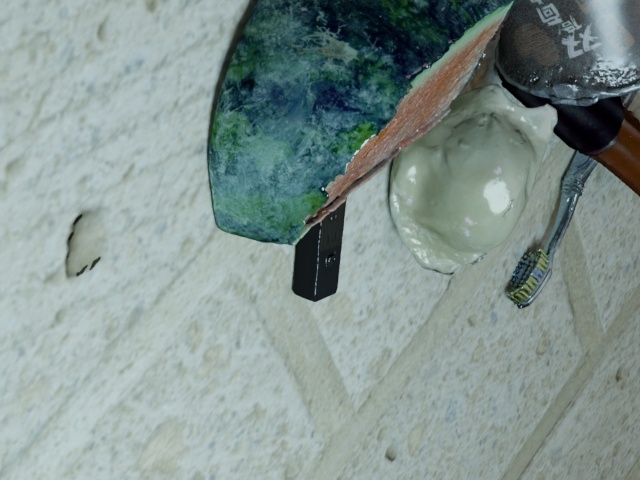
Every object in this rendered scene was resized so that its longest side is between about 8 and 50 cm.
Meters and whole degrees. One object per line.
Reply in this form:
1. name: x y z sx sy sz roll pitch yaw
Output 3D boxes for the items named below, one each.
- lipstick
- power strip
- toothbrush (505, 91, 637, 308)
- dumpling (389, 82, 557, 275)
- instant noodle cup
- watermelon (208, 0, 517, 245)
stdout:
1. lipstick: 0.322 -0.112 1.564 0.418 0.077 0.077 28 85 -47
2. power strip: 0.000 0.000 1.268 0.038 0.029 0.111 -23 126 -47
3. toothbrush: 0.314 -0.108 1.637 0.042 0.035 0.413 36 79 -53
4. dumpling: 0.136 -0.063 1.348 0.199 0.136 0.118 -53 -176 13
5. instant noodle cup: 0.246 -0.270 1.310 0.217 0.217 0.207 -45 134 -30
6. watermelon: 0.044 -0.122 1.174 0.318 0.148 0.226 -62 153 -5
